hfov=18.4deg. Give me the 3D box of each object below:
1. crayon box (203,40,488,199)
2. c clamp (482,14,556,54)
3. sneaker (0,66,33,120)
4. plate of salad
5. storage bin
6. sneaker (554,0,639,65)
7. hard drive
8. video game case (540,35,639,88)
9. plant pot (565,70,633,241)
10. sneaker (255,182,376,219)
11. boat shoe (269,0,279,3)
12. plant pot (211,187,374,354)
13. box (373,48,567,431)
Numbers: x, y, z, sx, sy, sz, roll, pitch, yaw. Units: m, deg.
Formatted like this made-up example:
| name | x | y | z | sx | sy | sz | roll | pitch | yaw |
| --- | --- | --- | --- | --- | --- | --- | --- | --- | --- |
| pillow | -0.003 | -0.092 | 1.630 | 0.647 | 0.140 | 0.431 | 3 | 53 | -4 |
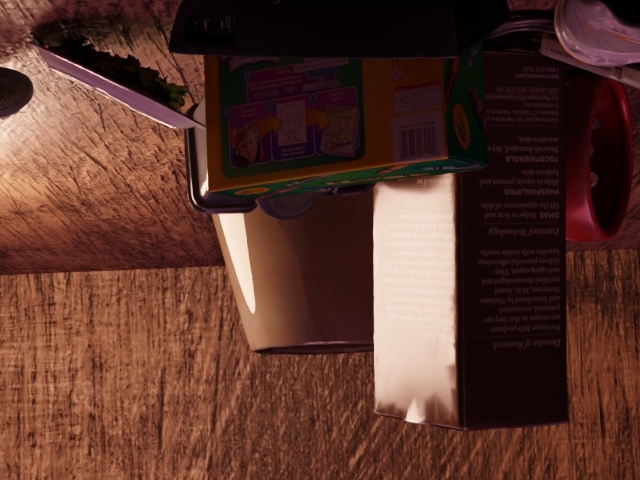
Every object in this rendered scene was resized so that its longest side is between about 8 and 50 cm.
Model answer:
| name | x | y | z | sx | sy | sz | roll | pitch | yaw |
| --- | --- | --- | --- | --- | --- | --- | --- | --- | --- |
| crayon box | 0.019 | -0.138 | 1.896 | 0.278 | 0.165 | 0.081 | -7 | 171 | 33 |
| c clamp | 0.214 | -0.203 | 2.005 | 0.137 | 0.022 | 0.160 | -9 | 170 | 43 |
| sneaker | -0.371 | -0.159 | 2.024 | 0.166 | 0.065 | 0.076 | 0 | 168 | -26 |
| plate of salad | -0.197 | -0.162 | 1.966 | 0.199 | 0.048 | 0.200 | 26 | 180 | 0 |
| storage bin | -0.100 | -0.108 | 2.253 | 0.098 | 0.135 | 0.091 | 0 | 163 | -13 |
| sneaker | 0.343 | -0.207 | 1.759 | 0.262 | 0.099 | 0.121 | -4 | 168 | 3 |
| hard drive | 0.017 | -0.192 | 1.651 | 0.254 | 0.054 | 0.172 | 3 | -161 | 22 |
| video game case | 0.341 | -0.175 | 1.920 | 0.190 | 0.022 | 0.173 | -5 | -160 | -32 |
| plant pot | 0.248 | -0.098 | 2.220 | 0.174 | 0.191 | 0.191 | 5 | 176 | 24 |
| sneaker | 0.000 | -0.089 | 2.098 | 0.111 | 0.121 | 0.300 | -9 | 156 | -22 |
| boat shoe | -0.041 | -0.225 | 1.561 | 0.228 | 0.076 | 0.080 | 1 | 172 | -22 |
| plant pot | 0.000 | 0.000 | 2.503 | 0.323 | 0.280 | 0.323 | -2 | 174 | 0 |
| box | 0.154 | -0.001 | 2.050 | 0.143 | 0.382 | 0.191 | 1 | -179 | -27 |
